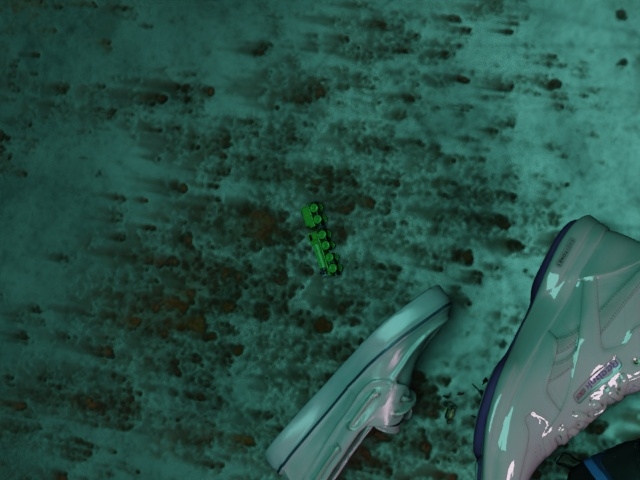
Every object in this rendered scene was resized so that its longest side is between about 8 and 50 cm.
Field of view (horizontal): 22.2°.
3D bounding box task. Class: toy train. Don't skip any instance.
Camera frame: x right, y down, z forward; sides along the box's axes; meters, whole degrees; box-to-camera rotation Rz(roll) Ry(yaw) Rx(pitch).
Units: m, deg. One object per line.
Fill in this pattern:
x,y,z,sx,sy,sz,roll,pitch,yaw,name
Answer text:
0.000,0.000,1.700,0.024,0.017,0.083,-21,80,25,toy train

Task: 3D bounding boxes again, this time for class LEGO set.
0.163,0.164,1.637,0.083,0.023,0.054,9,86,31,LEGO set

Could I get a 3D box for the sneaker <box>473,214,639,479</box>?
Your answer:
0.244,0.130,1.545,0.152,0.114,0.305,23,81,13,sneaker

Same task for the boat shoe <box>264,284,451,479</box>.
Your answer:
0.055,0.156,1.640,0.084,0.095,0.258,45,110,11,boat shoe

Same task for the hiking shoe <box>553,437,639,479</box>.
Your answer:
0.323,0.333,1.535,0.132,0.113,0.304,-21,70,23,hiking shoe
